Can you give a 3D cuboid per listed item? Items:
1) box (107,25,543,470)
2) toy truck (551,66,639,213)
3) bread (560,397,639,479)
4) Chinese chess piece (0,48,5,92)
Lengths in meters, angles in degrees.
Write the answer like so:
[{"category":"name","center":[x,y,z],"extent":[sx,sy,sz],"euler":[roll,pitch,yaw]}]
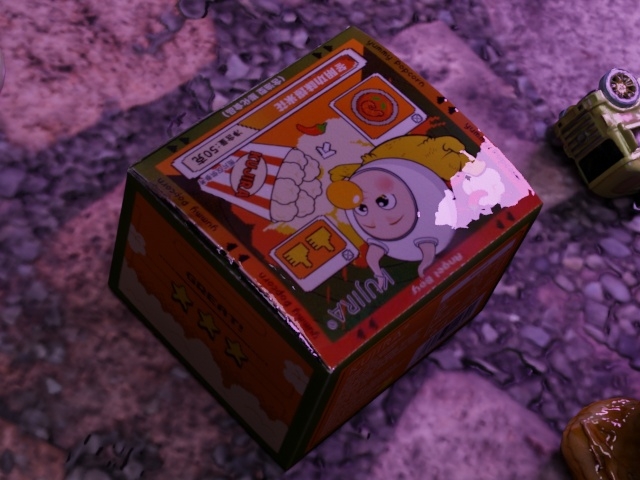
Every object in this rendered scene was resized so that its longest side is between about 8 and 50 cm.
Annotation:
[{"category":"box","center":[0.000,0.000,0.962],"extent":[0.195,0.148,0.177],"euler":[-36,72,-30]},{"category":"toy truck","center":[0.263,-0.082,1.126],"extent":[0.169,0.077,0.100],"euler":[-18,77,-27]},{"category":"bread","center":[0.202,0.151,0.974],"extent":[0.083,0.044,0.110],"euler":[-14,63,-26]},{"category":"Chinese chess piece","center":[-0.258,-0.116,1.047],"extent":[0.084,0.034,0.084],"euler":[7,53,-9]}]
